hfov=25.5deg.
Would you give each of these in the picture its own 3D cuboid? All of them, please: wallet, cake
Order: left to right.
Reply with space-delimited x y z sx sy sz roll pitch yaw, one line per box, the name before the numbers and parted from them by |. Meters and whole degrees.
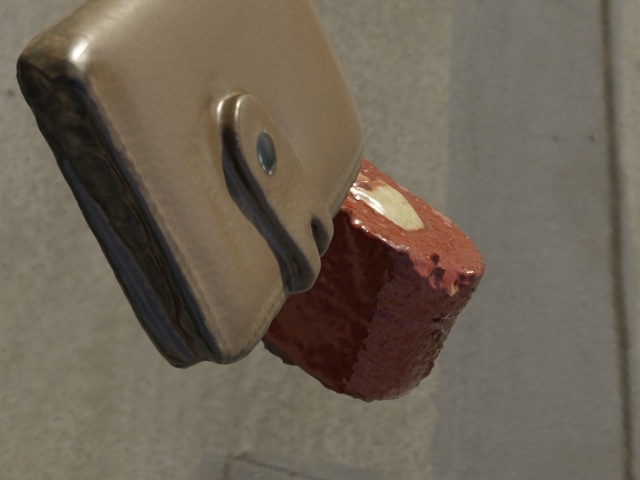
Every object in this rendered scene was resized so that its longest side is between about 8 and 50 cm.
wallet | -0.030 -0.039 0.454 0.118 0.038 0.153 65 28 -22
cake | 0.000 0.000 1.157 0.283 0.151 0.177 33 25 23
